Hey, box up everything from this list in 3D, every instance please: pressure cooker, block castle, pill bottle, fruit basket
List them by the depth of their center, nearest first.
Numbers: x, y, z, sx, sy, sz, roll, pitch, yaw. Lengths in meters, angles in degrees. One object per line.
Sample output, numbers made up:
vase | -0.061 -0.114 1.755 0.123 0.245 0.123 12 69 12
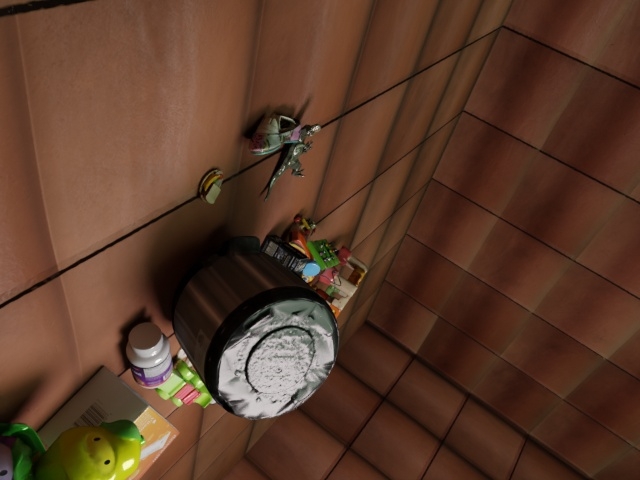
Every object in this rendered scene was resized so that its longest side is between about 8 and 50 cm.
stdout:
fruit basket | -0.543 0.497 1.032 0.392 0.392 0.283 -52 162 -11
pill bottle | -0.446 0.298 1.362 0.108 0.108 0.193 -43 158 -36
pressure cooker | -0.196 0.212 1.400 0.370 0.420 0.375 -47 128 -9
block castle | -0.005 0.259 2.304 0.453 0.213 0.303 -58 175 27

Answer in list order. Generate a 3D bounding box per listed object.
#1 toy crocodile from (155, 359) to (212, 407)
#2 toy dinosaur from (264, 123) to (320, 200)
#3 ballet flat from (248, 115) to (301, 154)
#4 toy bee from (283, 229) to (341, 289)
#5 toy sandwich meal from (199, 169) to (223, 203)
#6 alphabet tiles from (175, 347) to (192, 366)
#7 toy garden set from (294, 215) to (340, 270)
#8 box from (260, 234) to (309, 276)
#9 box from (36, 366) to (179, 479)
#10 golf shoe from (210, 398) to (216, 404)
toy crocodile | -0.437 0.472 1.668 0.115 0.105 0.340 -40 158 -15
toy dinosaur | -0.075 -0.230 1.493 0.268 0.064 0.118 -56 163 23
ballet flat | -0.113 -0.273 1.310 0.221 0.077 0.079 -36 136 -58
toy bee | -0.070 0.103 1.889 0.162 0.298 0.195 -25 -161 18
toy sandwich meal | -0.255 -0.128 1.240 0.085 0.029 0.085 -48 161 -23
alphabet tiles | -0.356 0.288 1.728 0.278 0.021 0.284 -21 141 -62
toy garden set | 0.000 0.000 1.887 0.049 0.204 0.244 -32 175 12
box | -0.147 0.096 1.726 0.180 0.147 0.077 -61 162 13
box | -0.543 0.513 1.388 0.215 0.168 0.345 -48 161 -24
golf shoe | -0.403 0.540 1.985 0.094 0.077 0.198 2 114 -57
